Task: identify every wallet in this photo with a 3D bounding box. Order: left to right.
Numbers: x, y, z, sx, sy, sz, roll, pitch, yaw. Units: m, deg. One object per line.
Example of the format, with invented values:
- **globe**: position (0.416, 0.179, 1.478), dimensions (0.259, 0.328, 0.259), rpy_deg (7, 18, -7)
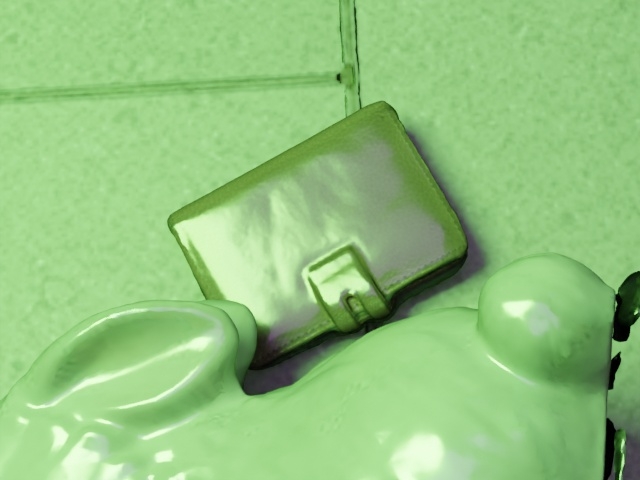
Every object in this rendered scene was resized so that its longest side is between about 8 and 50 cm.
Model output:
- **wallet**: position (0.000, 0.000, 0.787), dimensions (0.152, 0.039, 0.118), rpy_deg (-26, 76, -2)

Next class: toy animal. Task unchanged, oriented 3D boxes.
- **toy animal**: position (-0.021, 0.123, 0.684), dimensions (0.357, 0.194, 0.258), rpy_deg (3, 98, 9)
